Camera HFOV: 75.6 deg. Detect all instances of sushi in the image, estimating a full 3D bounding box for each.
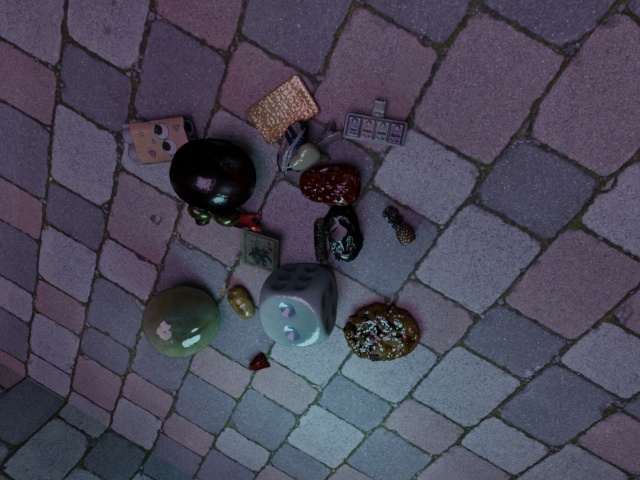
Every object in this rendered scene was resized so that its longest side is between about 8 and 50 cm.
[{"bbox_3d":[0.087,-0.027,1.601,0.124,0.127,0.225,-7,115,20],"label":"sushi"}]

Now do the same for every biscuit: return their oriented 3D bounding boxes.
[{"bbox_3d":[-0.137,-0.470,1.501,0.250,0.030,0.160,-27,107,26],"label":"biscuit"},{"bbox_3d":[0.259,0.412,1.797,0.334,0.081,0.289,-20,109,23],"label":"biscuit"}]

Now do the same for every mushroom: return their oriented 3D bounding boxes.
[{"bbox_3d":[-0.654,0.382,1.951,0.352,0.260,0.352,0,91,-22],"label":"mushroom"}]

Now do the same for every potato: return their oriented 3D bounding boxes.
[{"bbox_3d":[-0.371,0.291,1.929,0.107,0.080,0.170,-14,113,36],"label":"potato"}]

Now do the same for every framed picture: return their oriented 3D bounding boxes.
[{"bbox_3d":[-0.260,0.050,1.770,0.173,0.010,0.231,16,138,8],"label":"framed picture"}]

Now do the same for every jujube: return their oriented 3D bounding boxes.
[{"bbox_3d":[0.036,-0.202,1.516,0.230,0.155,0.155,1,116,18],"label":"jujube"}]

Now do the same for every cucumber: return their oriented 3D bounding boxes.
[{"bbox_3d":[0.000,0.000,1.683,0.058,0.058,0.187,6,119,14],"label":"cucumber"}]

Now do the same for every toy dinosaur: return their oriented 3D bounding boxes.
[{"bbox_3d":[-0.375,-0.100,1.698,0.286,0.139,0.070,27,120,3],"label":"toy dinosaur"}]

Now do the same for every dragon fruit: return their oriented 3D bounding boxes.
[{"bbox_3d":[-0.328,0.635,2.096,0.131,0.063,0.097,-22,107,25],"label":"dragon fruit"}]

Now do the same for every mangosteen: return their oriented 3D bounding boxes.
[{"bbox_3d":[-0.400,-0.225,1.542,0.330,0.330,0.330,7,118,14],"label":"mangosteen"}]

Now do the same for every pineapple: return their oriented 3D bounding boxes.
[{"bbox_3d":[0.294,-0.058,1.558,0.074,0.074,0.159,-34,94,28],"label":"pineapple"}]

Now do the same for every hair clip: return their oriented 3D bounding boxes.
[{"bbox_3d":[-0.015,-0.323,1.478,0.218,0.159,0.071,-37,67,2],"label":"hair clip"}]

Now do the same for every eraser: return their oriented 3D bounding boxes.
[{"bbox_3d":[-0.640,-0.400,1.658,0.291,0.087,0.171,-1,114,17],"label":"eraser"}]

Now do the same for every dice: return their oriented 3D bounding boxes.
[{"bbox_3d":[-0.085,0.264,1.717,0.265,0.268,0.262,0,116,18],"label":"dice"}]

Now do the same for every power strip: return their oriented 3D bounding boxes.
[{"bbox_3d":[0.192,-0.407,1.414,0.216,0.061,0.145,11,107,3],"label":"power strip"}]

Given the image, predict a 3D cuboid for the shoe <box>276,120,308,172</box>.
[{"bbox_3d":[-0.088,-0.341,1.520,0.106,0.091,0.207,1,134,-28],"label":"shoe"}]
